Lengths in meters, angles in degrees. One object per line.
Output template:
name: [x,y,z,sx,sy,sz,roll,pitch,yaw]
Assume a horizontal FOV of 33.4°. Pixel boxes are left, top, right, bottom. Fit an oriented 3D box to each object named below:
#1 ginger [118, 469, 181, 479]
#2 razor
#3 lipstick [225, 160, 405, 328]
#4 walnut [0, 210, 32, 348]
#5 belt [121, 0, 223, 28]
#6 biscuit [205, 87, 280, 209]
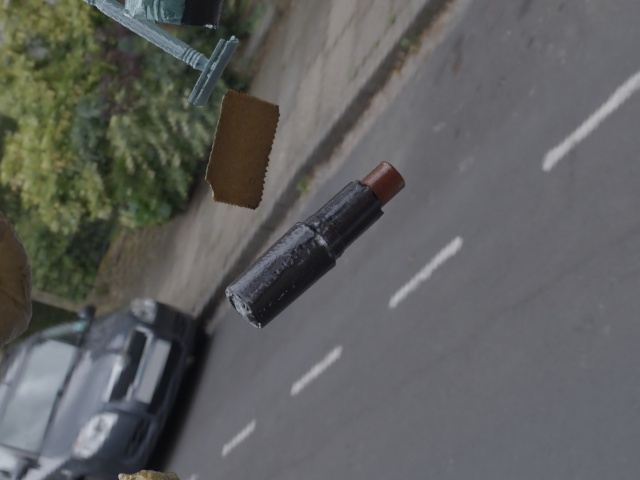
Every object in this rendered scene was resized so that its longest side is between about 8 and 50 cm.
ginger: [-0.321,0.476,2.031,0.205,0.115,0.081,117,145,-75]
razor: [-0.240,-0.300,1.536,0.106,0.232,0.068,-58,-1,17]
lipstick: [0.000,0.000,1.441,0.299,0.081,0.081,-41,7,-17]
walnut: [-0.434,0.051,1.196,0.228,0.227,0.228,-162,90,-75]
belt: [-0.168,-0.274,1.212,0.140,0.105,0.058,-25,-54,-67]
biscuit: [-0.159,-0.184,2.194,0.237,0.013,0.232,8,-84,-64]
